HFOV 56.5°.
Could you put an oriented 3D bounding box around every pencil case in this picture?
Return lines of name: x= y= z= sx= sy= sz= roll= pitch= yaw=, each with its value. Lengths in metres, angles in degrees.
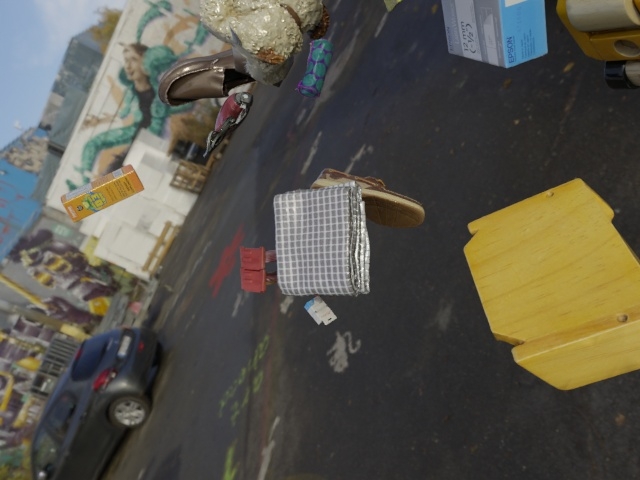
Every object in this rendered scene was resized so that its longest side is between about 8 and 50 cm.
pencil case: x=-0.014 y=-0.468 z=1.622 sx=0.064 sy=0.070 sz=0.151 roll=0 pitch=73 yaw=66

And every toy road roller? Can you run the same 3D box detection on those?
toy road roller: x=0.661 y=-0.463 z=1.179 sx=0.240 sy=0.330 sz=0.202 roll=-60 pitch=31 yaw=-4

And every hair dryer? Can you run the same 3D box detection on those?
hair dryer: x=-0.293 y=-0.349 z=1.773 sx=0.223 sy=0.080 sz=0.293 roll=-49 pitch=8 yaw=-2

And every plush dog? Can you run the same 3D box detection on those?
plush dog: x=-0.091 y=-0.481 z=1.283 sx=0.225 sy=0.262 sz=0.211 roll=-54 pitch=40 yaw=-5

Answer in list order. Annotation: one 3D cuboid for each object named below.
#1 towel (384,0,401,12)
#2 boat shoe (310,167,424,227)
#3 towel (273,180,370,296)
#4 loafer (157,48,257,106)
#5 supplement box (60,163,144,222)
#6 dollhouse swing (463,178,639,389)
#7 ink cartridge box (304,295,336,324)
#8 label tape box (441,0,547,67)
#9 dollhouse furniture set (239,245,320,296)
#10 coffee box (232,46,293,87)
towel: x=0.203 y=-0.729 z=1.736 sx=0.021 sy=0.102 sz=0.237 roll=-21 pitch=13 yaw=5
boat shoe: x=0.146 y=-0.137 z=1.724 sx=0.123 sy=0.342 sz=0.123 roll=80 pitch=-149 yaw=-50
towel: x=0.000 y=0.000 z=1.498 sx=0.235 sy=0.121 sz=0.283 roll=-5 pitch=88 yaw=36
loafer: x=-0.365 y=-0.540 z=1.989 sx=0.130 sy=0.366 sz=0.133 roll=60 pitch=171 yaw=32
supplement box: x=-0.665 y=-0.144 z=1.818 sx=0.234 sy=0.078 sz=0.080 roll=-28 pitch=33 yaw=-11
dollhouse swing: x=0.477 y=0.122 z=1.070 sx=0.315 sy=0.305 sz=0.346 roll=-23 pitch=36 yaw=15
ink cartridge box: x=0.000 y=0.201 z=1.670 sx=0.048 sy=0.083 sz=0.028 roll=-28 pitch=-20 yaw=-39
label tape box: x=0.339 y=-0.539 z=1.313 sx=0.115 sy=0.249 sz=0.347 roll=-24 pitch=30 yaw=-12
dollhouse furniture set: x=-0.066 y=0.094 z=1.959 sx=0.374 sy=0.201 sz=0.152 roll=2 pitch=94 yaw=39
coffee box: x=-0.149 y=-0.526 z=1.543 sx=0.246 sy=0.141 sz=0.098 roll=96 pitch=-162 yaw=-69
